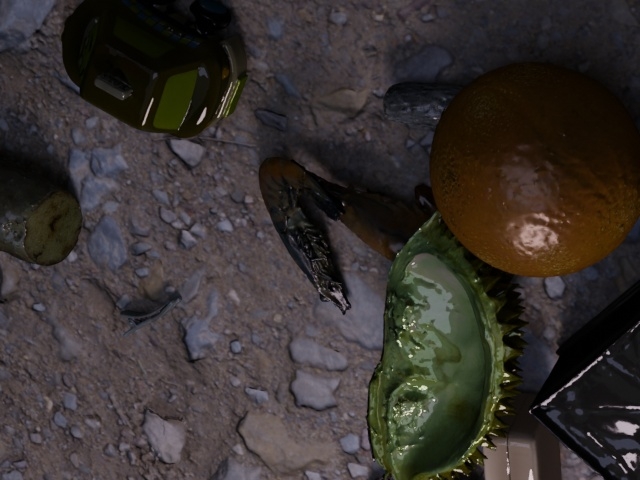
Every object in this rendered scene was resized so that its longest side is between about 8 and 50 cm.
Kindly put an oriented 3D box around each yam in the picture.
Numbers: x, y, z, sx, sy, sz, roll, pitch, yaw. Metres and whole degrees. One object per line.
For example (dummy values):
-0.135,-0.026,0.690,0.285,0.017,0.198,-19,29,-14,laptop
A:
-0.501,-0.060,2.117,0.254,0.154,0.154,24,118,16,yam

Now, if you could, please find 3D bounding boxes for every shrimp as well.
0.000,0.000,1.929,0.262,0.051,0.198,63,160,-14,shrimp
0.077,-0.050,1.928,0.262,0.117,0.066,37,157,21,shrimp

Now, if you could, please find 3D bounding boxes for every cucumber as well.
0.140,-0.176,1.840,0.112,0.064,0.064,6,113,21,cucumber

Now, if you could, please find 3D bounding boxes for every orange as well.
0.263,-0.088,1.709,0.274,0.274,0.274,9,114,20,orange

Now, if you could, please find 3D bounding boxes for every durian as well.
0.164,0.168,1.825,0.198,0.163,0.394,13,104,-2,durian

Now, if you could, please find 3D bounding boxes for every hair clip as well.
-0.264,0.109,2.148,0.115,0.030,0.039,-27,97,29,hair clip

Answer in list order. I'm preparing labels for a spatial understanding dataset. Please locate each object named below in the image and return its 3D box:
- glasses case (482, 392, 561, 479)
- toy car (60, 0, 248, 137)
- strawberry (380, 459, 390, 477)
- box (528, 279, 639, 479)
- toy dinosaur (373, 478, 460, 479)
0.290,0.390,1.964,0.076,0.144,0.336,1,110,22,glasses case
-0.244,-0.239,1.899,0.248,0.198,0.204,31,120,10,toy car
0.163,0.257,1.993,0.140,0.085,0.192,10,109,24,strawberry
0.477,0.163,1.754,0.251,0.204,0.345,43,121,2,box
0.163,0.401,2.036,0.259,0.094,0.153,1,125,54,toy dinosaur
